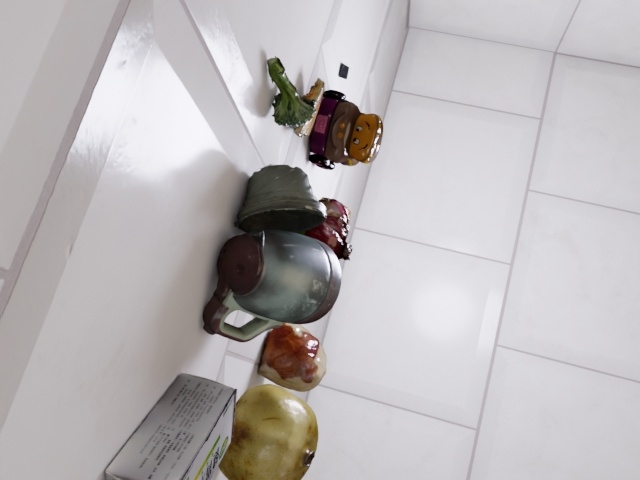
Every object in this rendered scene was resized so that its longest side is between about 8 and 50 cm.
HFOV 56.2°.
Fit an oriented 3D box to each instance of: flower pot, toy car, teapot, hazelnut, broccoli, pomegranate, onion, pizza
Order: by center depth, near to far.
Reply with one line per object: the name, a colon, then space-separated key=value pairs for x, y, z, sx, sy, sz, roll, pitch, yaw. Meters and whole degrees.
teapot: x=-0.144 y=0.114 z=1.491 sx=0.312 sy=0.233 sz=0.315 roll=20 pitch=102 yaw=-53
broccoli: x=-0.088 y=-0.374 z=1.504 sx=0.122 sy=0.118 sz=0.204 roll=-60 pitch=148 yaw=-25
flower pot: x=-0.103 y=-0.105 z=1.505 sx=0.235 sy=0.235 sz=0.140 roll=58 pitch=24 yaw=-76
pizza: x=-0.046 y=-0.383 z=1.799 sx=0.193 sy=0.053 sz=0.201 roll=-63 pitch=175 yaw=-59
pomegranate: x=-0.153 y=0.608 z=1.827 sx=0.332 sy=0.332 sz=0.332 roll=14 pitch=90 yaw=-80
onion: x=0.000 y=0.000 z=2.064 sx=0.314 sy=0.232 sz=0.314 roll=-157 pitch=-90 yaw=-82
toy car: x=0.106 y=-0.373 z=2.139 sx=0.340 sy=0.240 sz=0.271 roll=-8 pitch=113 yaw=-76
hazelnut: x=-0.114 y=0.428 z=2.165 sx=0.241 sy=0.261 sz=0.261 roll=-33 pitch=148 yaw=-27

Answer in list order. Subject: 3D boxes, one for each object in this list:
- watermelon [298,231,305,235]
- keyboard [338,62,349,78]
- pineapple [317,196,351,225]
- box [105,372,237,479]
watermelon: x=-0.106 y=-0.068 z=1.666 sx=0.141 sy=0.140 sz=0.187 roll=-64 pitch=161 yaw=-51
keyboard: x=0.092 y=-0.658 z=2.338 sx=0.155 sy=0.010 sz=0.053 roll=-41 pitch=144 yaw=-74
pineapple: x=0.002 y=0.002 z=2.381 sx=0.169 sy=0.169 sz=0.340 roll=63 pitch=48 yaw=-75
box: x=-0.301 y=0.451 z=1.245 sx=0.333 sy=0.145 sz=0.173 roll=-59 pitch=158 yaw=-63
